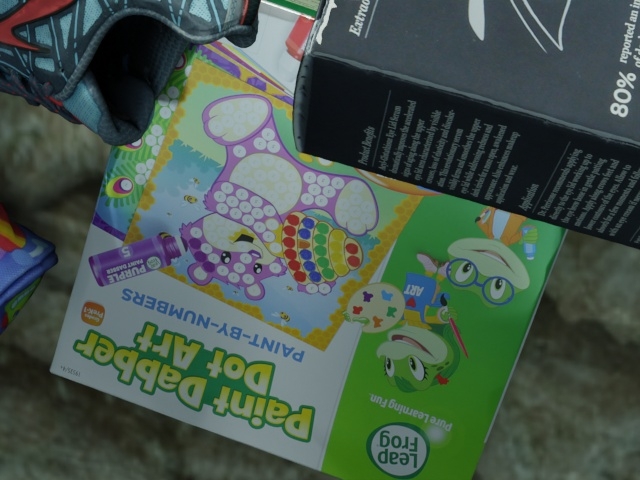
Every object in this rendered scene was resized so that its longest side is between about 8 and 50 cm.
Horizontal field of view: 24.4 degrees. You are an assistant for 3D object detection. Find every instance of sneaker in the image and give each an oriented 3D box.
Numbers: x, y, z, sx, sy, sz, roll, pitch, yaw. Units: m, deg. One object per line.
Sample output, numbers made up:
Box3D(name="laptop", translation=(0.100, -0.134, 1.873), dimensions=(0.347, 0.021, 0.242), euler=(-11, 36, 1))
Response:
Box3D(name="sneaker", translation=(-0.137, -0.101, 0.743), dimensions=(0.262, 0.104, 0.125), euler=(-21, 83, 38))

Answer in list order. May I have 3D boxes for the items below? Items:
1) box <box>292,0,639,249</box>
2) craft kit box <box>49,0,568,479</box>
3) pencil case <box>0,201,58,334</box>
Box3D(name="box", translation=(0.106, -0.100, 0.699), dimensions=(0.207, 0.108, 0.153), euler=(17, 69, 3))
Box3D(name="craft kit box", translation=(0.000, 0.000, 0.816), dimensions=(0.250, 0.061, 0.246), euler=(19, 111, 4))
Box3D(name="pencil case", translation=(-0.291, -0.039, 0.821), dimensions=(0.306, 0.119, 0.133), euler=(42, 130, -4))
